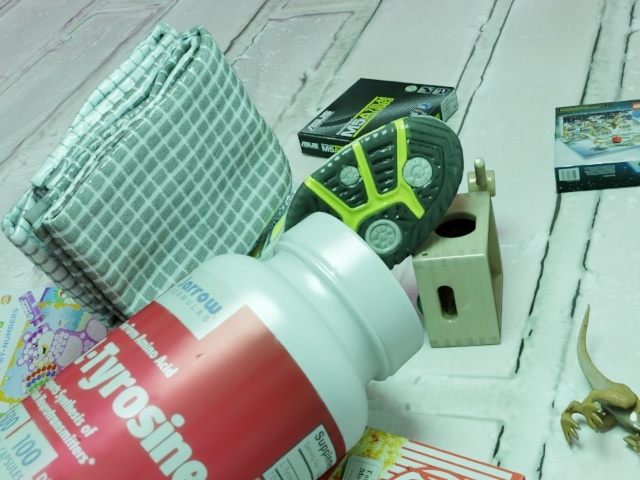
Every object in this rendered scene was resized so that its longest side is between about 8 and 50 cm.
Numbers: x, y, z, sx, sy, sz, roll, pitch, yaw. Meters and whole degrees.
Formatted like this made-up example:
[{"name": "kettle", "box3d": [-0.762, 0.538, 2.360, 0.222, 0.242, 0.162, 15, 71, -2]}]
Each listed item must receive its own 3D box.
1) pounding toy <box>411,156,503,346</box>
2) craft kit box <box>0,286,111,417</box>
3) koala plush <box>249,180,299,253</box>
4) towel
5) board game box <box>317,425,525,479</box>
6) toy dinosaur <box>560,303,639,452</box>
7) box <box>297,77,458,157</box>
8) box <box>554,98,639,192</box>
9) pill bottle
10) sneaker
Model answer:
[{"name": "pounding toy", "box3d": [0.156, -0.012, 1.193, 0.094, 0.181, 0.206, -5, 35, 15]}, {"name": "craft kit box", "box3d": [-0.306, 0.168, 1.158, 0.246, 0.061, 0.250, -6, 55, 19]}, {"name": "koala plush", "box3d": [-0.124, -0.063, 1.393, 0.196, 0.203, 0.221, -21, 46, -8]}, {"name": "towel", "box3d": [-0.164, -0.049, 1.069, 0.121, 0.235, 0.284, 18, 64, 36]}, {"name": "board game box", "box3d": [0.076, 0.257, 0.956, 0.193, 0.045, 0.147, 11, 42, 33]}, {"name": "toy dinosaur", "box3d": [0.290, 0.158, 1.020, 0.112, 0.064, 0.211, -12, 39, -29]}, {"name": "box", "box3d": [0.091, -0.188, 1.598, 0.184, 0.045, 0.190, 15, 43, 33]}, {"name": "box", "box3d": [0.436, -0.134, 1.384, 0.233, 0.044, 0.159, -4, 35, 17]}, {"name": "pill bottle", "box3d": [-0.107, 0.161, 0.957, 0.407, 0.229, 0.229, -38, 39, -17]}, {"name": "sneaker", "box3d": [0.000, 0.000, 1.157, 0.384, 0.145, 0.147, -44, 13, 10]}]
